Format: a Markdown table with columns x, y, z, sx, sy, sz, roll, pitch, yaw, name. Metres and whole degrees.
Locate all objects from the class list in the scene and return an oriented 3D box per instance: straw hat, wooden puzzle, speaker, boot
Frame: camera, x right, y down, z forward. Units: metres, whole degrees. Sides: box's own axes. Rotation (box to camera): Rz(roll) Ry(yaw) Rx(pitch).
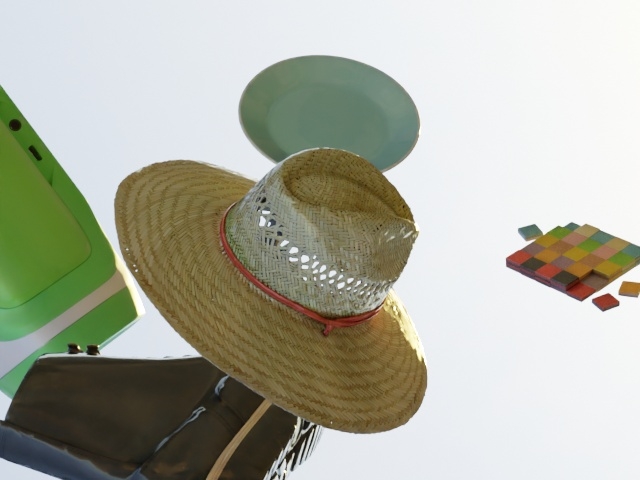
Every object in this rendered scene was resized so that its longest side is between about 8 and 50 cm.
| x | y | z | sx | sy | sz | roll | pitch | yaw | name |
| --- | --- | --- | --- | --- | --- | --- | --- | --- | --- |
| 0.000 | 0.000 | 0.712 | 0.144 | 0.061 | 0.144 | 29 | -150 | -19 | straw hat |
| 0.125 | 0.009 | 0.926 | 0.083 | 0.049 | 0.006 | 26 | 134 | 41 | wooden puzzle |
| -0.252 | -0.036 | 1.321 | 0.296 | 0.131 | 0.131 | 53 | -160 | 0 | speaker |
| -0.065 | 0.065 | 0.936 | 0.137 | 0.077 | 0.198 | 19 | -153 | 11 | boot |

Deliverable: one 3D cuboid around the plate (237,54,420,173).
| x | y | z | sx | sy | sz | roll | pitch | yaw | name |
| --- | --- | --- | --- | --- | --- | --- | --- | --- | --- |
| 0.009 | -0.121 | 1.958 | 0.024 | 0.188 | 0.188 | 98 | 161 | -47 | plate |
